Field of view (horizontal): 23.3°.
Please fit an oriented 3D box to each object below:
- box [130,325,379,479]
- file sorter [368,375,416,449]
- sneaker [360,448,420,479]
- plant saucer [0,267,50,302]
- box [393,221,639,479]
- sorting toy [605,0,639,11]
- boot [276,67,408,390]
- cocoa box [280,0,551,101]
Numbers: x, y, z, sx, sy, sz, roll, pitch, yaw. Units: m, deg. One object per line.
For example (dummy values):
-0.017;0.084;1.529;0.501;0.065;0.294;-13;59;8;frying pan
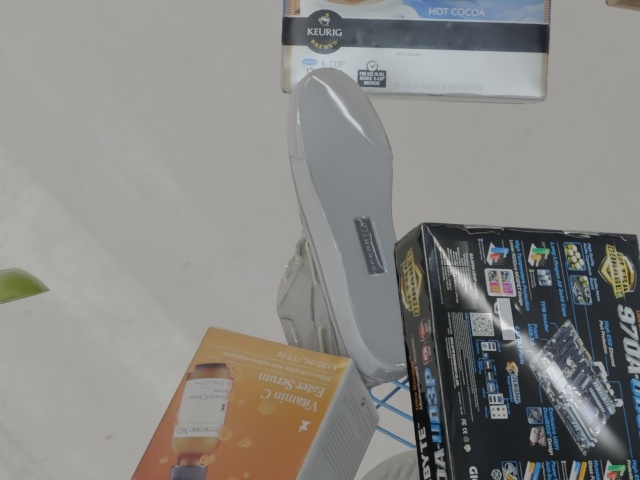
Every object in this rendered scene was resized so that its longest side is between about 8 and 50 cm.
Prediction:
-0.052;0.168;1.171;0.130;0.091;0.170;11;58;25;box
0.117;0.127;1.639;0.118;0.170;0.104;25;44;30;file sorter
0.210;0.242;1.411;0.150;0.366;0.135;11;73;-59;sneaker
-0.414;0.068;1.683;0.241;0.241;0.037;-15;90;-26;plant saucer
0.147;0.099;1.054;0.175;0.051;0.220;2;69;-23;box
0.426;-0.292;1.609;0.193;0.208;0.038;4;63;-30;sorting toy
0.000;0.000;1.250;0.095;0.123;0.258;1;70;-35;boot
0.128;-0.300;2.057;0.347;0.231;0.228;2;94;4;cocoa box
